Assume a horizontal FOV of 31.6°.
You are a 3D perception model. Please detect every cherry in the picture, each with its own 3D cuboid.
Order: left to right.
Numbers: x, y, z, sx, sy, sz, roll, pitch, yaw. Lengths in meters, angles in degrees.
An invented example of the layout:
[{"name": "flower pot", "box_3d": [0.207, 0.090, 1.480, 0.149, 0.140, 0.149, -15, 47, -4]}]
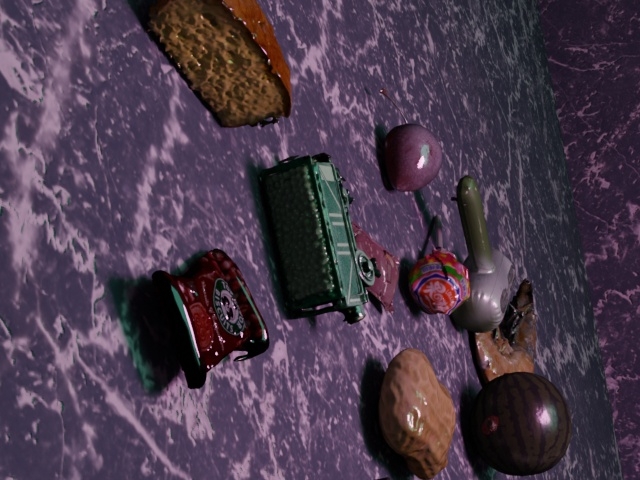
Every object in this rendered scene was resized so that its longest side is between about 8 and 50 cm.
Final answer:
[{"name": "cherry", "box_3d": [0.159, -0.180, 2.209, 0.148, 0.115, 0.188, -52, 125, -14]}]

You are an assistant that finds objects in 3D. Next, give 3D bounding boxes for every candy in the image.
[{"name": "candy", "box_3d": [0.236, 0.030, 2.272, 0.365, 0.124, 0.124, -81, 149, -65]}]

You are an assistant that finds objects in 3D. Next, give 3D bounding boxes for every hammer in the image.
[{"name": "hammer", "box_3d": [0.322, 0.015, 2.361, 0.206, 0.118, 0.336, -63, 144, -53]}]

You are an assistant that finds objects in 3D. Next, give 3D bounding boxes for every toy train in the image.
[{"name": "toy train", "box_3d": [0.000, 0.000, 1.722, 0.154, 0.115, 0.270, -4, 80, -58]}]

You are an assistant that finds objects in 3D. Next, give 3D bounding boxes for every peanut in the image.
[{"name": "peanut", "box_3d": [0.165, 0.301, 1.907, 0.233, 0.110, 0.197, 54, 31, -37]}]

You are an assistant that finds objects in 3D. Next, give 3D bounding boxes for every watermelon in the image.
[{"name": "watermelon", "box_3d": [0.405, 0.368, 2.283, 0.212, 0.212, 0.212, 45, 37, -49]}]

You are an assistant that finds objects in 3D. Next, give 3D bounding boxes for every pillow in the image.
[{"name": "pillow", "box_3d": [0.090, 0.050, 1.976, 0.185, 0.043, 0.118, 39, 48, -49]}]

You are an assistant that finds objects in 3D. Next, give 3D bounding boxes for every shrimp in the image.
[{"name": "shrimp", "box_3d": [0.423, 0.190, 2.613, 0.272, 0.085, 0.445, 61, 30, -17]}]

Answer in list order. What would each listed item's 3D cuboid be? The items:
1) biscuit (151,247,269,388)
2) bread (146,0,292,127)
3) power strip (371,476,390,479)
[{"name": "biscuit", "box_3d": [-0.140, 0.094, 1.397, 0.235, 0.063, 0.151, -23, 98, -69]}, {"name": "bread", "box_3d": [-0.133, -0.283, 1.568, 0.134, 0.129, 0.260, -84, 151, -42]}, {"name": "power strip", "box_3d": [0.111, 0.427, 1.799, 0.111, 0.037, 0.029, 66, 24, -23]}]
